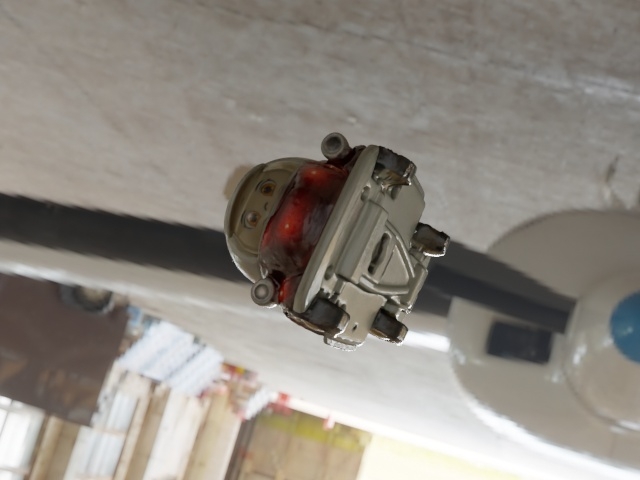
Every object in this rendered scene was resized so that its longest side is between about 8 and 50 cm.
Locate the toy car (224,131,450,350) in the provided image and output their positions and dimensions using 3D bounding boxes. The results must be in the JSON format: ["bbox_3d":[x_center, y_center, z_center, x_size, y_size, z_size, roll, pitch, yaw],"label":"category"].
[{"bbox_3d":[0.000,0.000,0.734,0.112,0.112,0.139,20,170,30],"label":"toy car"}]
